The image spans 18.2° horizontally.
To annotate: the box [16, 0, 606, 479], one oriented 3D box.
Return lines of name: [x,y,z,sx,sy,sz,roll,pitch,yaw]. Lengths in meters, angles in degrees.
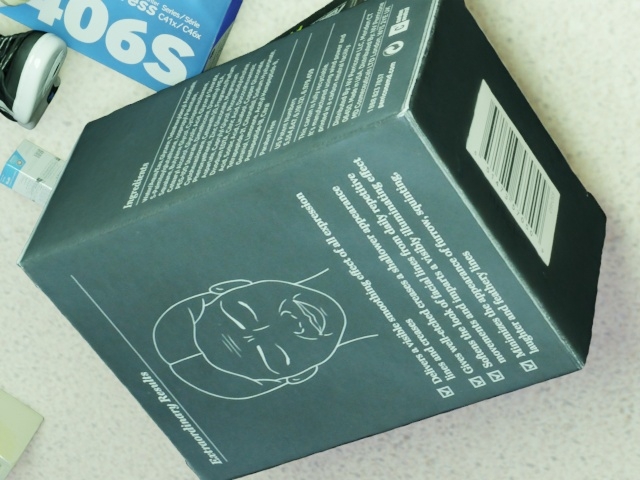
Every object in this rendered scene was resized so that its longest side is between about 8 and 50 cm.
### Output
box: [0.000,0.000,1.720,0.395,0.212,0.293,-20,122,28]

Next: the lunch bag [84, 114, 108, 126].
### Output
lunch bag: [-0.180,-0.089,1.910,0.083,0.053,0.071,-21,116,19]

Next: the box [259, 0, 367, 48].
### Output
box: [0.003,-0.083,1.830,0.270,0.060,0.216,-29,116,33]

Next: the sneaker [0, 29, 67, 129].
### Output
sneaker: [-0.302,-0.161,1.822,0.121,0.079,0.217,28,168,-5]

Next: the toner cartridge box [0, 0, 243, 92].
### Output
toner cartridge box: [-0.236,-0.272,1.785,0.348,0.075,0.165,26,127,1]

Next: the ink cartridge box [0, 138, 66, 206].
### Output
ink cartridge box: [-0.268,-0.059,1.964,0.083,0.048,0.028,30,128,-2]

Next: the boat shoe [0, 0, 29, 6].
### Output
boat shoe: [-0.331,-0.329,1.669,0.103,0.113,0.302,-19,98,23]

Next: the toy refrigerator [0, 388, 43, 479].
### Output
toy refrigerator: [-0.449,0.176,2.167,0.269,0.094,0.102,34,128,-5]
